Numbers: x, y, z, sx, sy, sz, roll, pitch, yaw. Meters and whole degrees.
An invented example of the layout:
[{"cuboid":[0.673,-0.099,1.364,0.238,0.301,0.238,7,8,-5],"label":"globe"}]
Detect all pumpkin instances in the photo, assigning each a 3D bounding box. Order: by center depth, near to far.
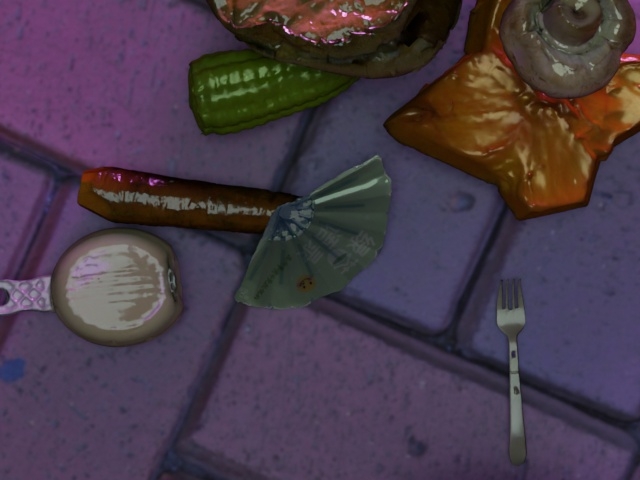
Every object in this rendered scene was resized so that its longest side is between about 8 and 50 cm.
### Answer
[{"cuboid":[0.255,-0.156,1.728,0.290,0.095,0.258,31,83,0],"label":"pumpkin"}]

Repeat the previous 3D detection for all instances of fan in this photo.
[{"cuboid":[0.000,0.000,1.747,0.131,0.009,0.240,38,105,-24],"label":"fan"}]

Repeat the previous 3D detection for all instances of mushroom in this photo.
[{"cuboid":[0.263,-0.222,1.636,0.148,0.112,0.148,3,67,-6],"label":"mushroom"}]

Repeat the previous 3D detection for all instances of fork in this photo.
[{"cuboid":[0.225,0.151,1.771,0.034,0.028,0.219,-5,95,-6],"label":"fork"}]

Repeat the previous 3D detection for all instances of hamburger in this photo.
[{"cuboid":[0.020,-0.302,1.693,0.285,0.134,0.265,13,76,10],"label":"hamburger"}]

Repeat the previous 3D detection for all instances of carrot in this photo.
[{"cuboid":[-0.120,-0.037,1.758,0.314,0.066,0.066,8,91,-1],"label":"carrot"}]

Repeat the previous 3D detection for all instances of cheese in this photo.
[{"cuboid":[-0.272,0.058,1.759,0.227,0.064,0.137,-5,87,0],"label":"cheese"}]

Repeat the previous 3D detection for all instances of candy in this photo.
[{"cuboid":[-0.048,-0.182,1.739,0.209,0.097,0.096,-14,90,-3],"label":"candy"}]
